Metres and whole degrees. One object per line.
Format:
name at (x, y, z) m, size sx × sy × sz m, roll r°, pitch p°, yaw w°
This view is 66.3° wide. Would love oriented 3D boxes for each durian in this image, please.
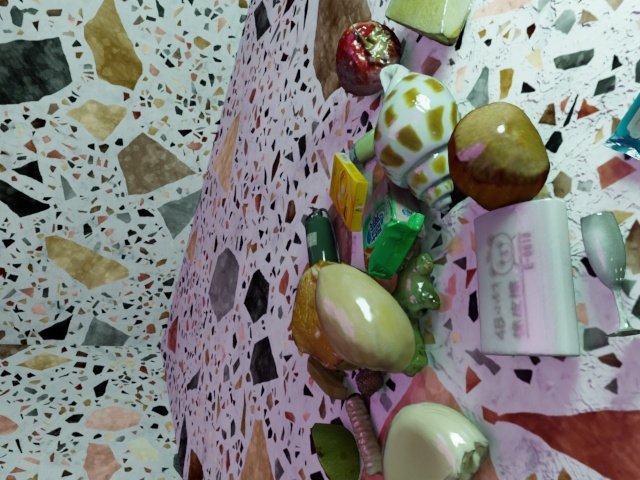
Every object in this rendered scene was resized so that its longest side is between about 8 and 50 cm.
durian at (0.133, 0.364, 1.276) m, size 0.091 × 0.080 × 0.080 m, roll -32°, pitch 49°, yaw 17°

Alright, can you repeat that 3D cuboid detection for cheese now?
cheese at (0.234, 0.476, 1.009) m, size 0.233 × 0.127 × 0.266 m, roll 32°, pitch 112°, yaw 59°

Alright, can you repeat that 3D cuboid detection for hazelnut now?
hazelnut at (0.327, -0.155, 0.945) m, size 0.210 × 0.186 × 0.211 m, roll 2°, pitch 93°, yaw 46°

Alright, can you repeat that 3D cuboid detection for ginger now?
ginger at (0.218, 0.171, 1.162) m, size 0.137 × 0.089 × 0.290 m, roll 16°, pitch 92°, yaw 40°

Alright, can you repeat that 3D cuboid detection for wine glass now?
wine glass at (0.461, 0.050, 0.774) m, size 0.066 × 0.066 × 0.198 m, roll -33°, pitch 54°, yaw 54°

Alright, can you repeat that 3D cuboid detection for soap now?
soap at (0.172, -0.040, 1.213) m, size 0.273 × 0.097 × 0.218 m, roll -84°, pitch 15°, yaw -57°

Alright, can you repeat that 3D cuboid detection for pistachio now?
pistachio at (0.094, 0.182, 1.120) m, size 0.181 × 0.162 × 0.293 m, roll -38°, pitch 59°, yaw -2°

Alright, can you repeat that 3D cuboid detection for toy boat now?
toy boat at (0.024, 0.403, 1.459) m, size 0.200 × 0.077 × 0.057 m, roll 36°, pitch 127°, yaw 55°

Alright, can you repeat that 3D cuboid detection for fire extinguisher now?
fire extinguisher at (0.000, 0.000, 1.598) m, size 0.118 × 0.093 × 0.295 m, roll -29°, pitch 56°, yaw 37°

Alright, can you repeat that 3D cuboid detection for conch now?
conch at (0.223, -0.243, 1.148) m, size 0.249 × 0.196 × 0.369 m, roll 73°, pitch -157°, yaw -81°

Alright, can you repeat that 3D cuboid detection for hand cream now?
hand cream at (0.147, -0.283, 1.450) m, size 0.175 × 0.045 × 0.095 m, roll -26°, pitch 62°, yaw 51°

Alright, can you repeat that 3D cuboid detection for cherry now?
cherry at (0.126, -0.511, 1.409) m, size 0.175 × 0.192 × 0.250 m, roll -53°, pitch 3°, yaw -29°

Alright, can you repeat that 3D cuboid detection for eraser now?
eraser at (0.371, 0.075, 0.900) m, size 0.174 × 0.094 × 0.271 m, roll -18°, pitch 68°, yaw 55°

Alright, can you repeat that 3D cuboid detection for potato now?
potato at (0.308, -0.622, 1.180) m, size 0.255 × 0.111 × 0.269 m, roll -64°, pitch 36°, yaw 22°

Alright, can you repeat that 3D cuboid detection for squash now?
squash at (0.053, 0.571, 1.335) m, size 0.085 × 0.184 × 0.192 m, roll -29°, pitch 50°, yaw 7°

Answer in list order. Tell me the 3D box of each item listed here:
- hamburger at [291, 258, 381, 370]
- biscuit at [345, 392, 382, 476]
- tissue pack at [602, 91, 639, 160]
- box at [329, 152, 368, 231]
hamburger at (0.045, 0.206, 1.368) m, size 0.304 × 0.174 × 0.285 m, roll 24°, pitch 101°, yaw 61°
biscuit at (0.114, 0.507, 1.286) m, size 0.055 × 0.061 × 0.219 m, roll -60°, pitch 36°, yaw 34°
tissue pack at (0.520, -0.197, 0.769) m, size 0.085 × 0.027 × 0.138 m, roll 49°, pitch 120°, yaw 50°
box at (0.079, -0.151, 1.465) m, size 0.269 × 0.043 × 0.153 m, roll -114°, pitch 26°, yaw -61°
